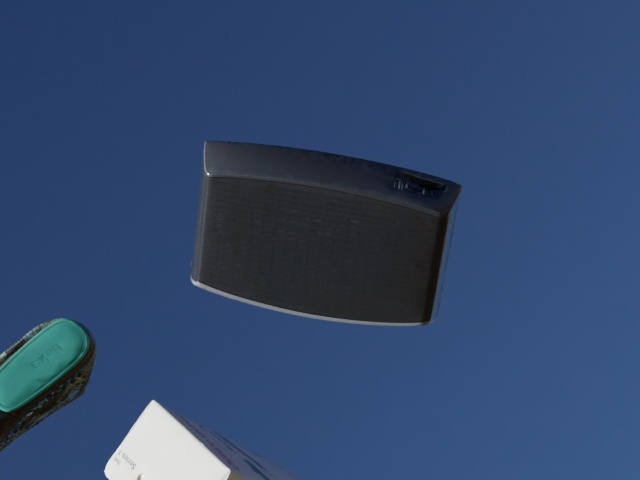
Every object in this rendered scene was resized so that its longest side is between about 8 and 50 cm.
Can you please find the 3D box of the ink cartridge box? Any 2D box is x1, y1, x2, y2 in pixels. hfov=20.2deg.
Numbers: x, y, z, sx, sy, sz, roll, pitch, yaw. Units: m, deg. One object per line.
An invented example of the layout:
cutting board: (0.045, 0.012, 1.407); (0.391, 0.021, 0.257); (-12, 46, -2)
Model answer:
ink cartridge box: (-0.082, 0.262, 1.772); (0.219, 0.160, 0.092); (34, -90, -42)

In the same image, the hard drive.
hard drive: (0.000, 0.000, 1.757); (0.054, 0.255, 0.172); (-75, -6, -62)

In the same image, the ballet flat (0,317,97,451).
ballet flat: (-0.234, 0.126, 1.253); (0.188, 0.070, 0.070); (-32, -33, -18)
